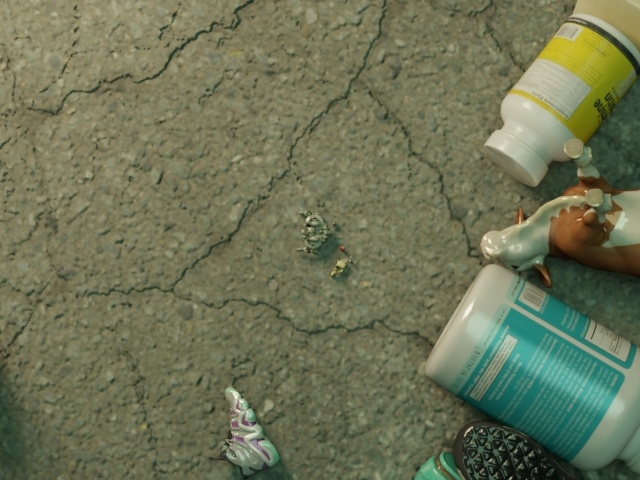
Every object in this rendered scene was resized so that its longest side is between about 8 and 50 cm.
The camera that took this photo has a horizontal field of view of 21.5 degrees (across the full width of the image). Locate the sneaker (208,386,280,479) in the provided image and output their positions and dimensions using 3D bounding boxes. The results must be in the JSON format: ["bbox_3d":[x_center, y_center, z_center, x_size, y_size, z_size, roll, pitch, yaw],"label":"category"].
[{"bbox_3d":[-0.095,0.214,1.831,0.069,0.038,0.098,-31,83,-6],"label":"sneaker"}]

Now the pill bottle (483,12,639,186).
[{"bbox_3d":[0.264,-0.153,1.859,0.103,0.103,0.184,38,83,4],"label":"pill bottle"}]

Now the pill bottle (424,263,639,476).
[{"bbox_3d":[0.255,0.148,1.794,0.264,0.146,0.146,31,82,4],"label":"pill bottle"}]

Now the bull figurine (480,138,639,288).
[{"bbox_3d":[0.326,-0.016,1.785,0.310,0.188,0.101,6,65,9],"label":"bull figurine"}]

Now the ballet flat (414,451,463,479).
[{"bbox_3d":[0.197,0.331,1.809,0.247,0.083,0.087,38,107,4],"label":"ballet flat"}]

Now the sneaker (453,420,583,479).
[{"bbox_3d":[0.232,0.272,1.795,0.235,0.097,0.084,33,79,-9],"label":"sneaker"}]

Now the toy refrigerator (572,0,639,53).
[{"bbox_3d":[0.422,-0.229,1.857,0.269,0.094,0.102,34,66,11],"label":"toy refrigerator"}]

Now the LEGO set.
[{"bbox_3d":[0.003,-0.001,1.871,0.083,0.023,0.054,36,82,4],"label":"LEGO set"}]
